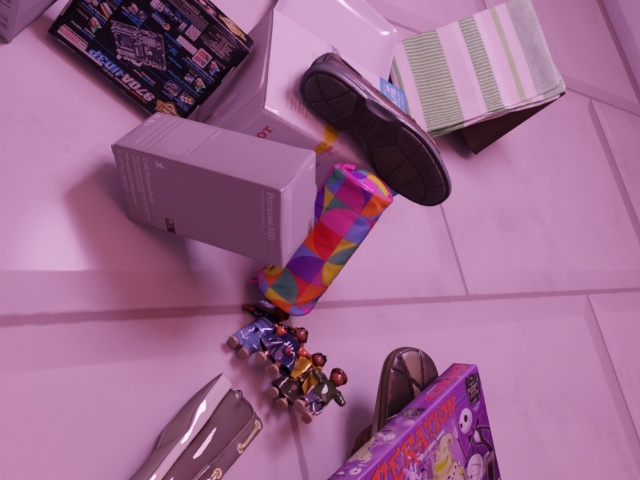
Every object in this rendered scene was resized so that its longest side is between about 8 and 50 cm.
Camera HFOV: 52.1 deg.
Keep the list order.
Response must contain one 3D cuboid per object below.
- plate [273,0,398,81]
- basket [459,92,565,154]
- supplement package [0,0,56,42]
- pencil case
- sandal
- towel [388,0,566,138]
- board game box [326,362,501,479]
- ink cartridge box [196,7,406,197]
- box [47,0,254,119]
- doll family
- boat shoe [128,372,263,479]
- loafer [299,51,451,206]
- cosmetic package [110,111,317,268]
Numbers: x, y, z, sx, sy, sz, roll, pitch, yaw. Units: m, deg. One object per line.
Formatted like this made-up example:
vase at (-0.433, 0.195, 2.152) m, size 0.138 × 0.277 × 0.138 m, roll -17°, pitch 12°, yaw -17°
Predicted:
plate at (0.027, -0.408, 1.301) m, size 0.278 × 0.045 × 0.277 m, roll 33°, pitch 50°, yaw -24°
basket at (0.409, -0.329, 1.454) m, size 0.204 × 0.227 × 0.154 m, roll 66°, pitch 24°, yaw -1°
supplement package at (-0.357, -0.384, 0.783) m, size 0.149 × 0.203 × 0.194 m, roll 43°, pitch 67°, yaw -18°
pencil case at (0.000, 0.000, 0.921) m, size 0.104 × 0.236 × 0.104 m, roll 33°, pitch 18°, yaw -12°
sandal at (0.100, 0.306, 0.955) m, size 0.120 × 0.086 × 0.302 m, roll 26°, pitch 69°, yaw -23°
towel at (0.312, -0.358, 1.371) m, size 0.038 × 0.325 × 0.247 m, roll 42°, pitch 33°, yaw -70°
board game box at (0.135, 0.330, 0.872) m, size 0.347 × 0.056 × 0.208 m, roll -26°, pitch 102°, yaw -47°
ink cartridge box at (-0.029, -0.170, 1.016) m, size 0.270 × 0.198 × 0.197 m, roll 24°, pitch 55°, yaw -33°
box at (-0.230, -0.281, 0.903) m, size 0.220 × 0.175 × 0.051 m, roll 39°, pitch 26°, yaw -21°
doll family at (-0.041, 0.163, 0.922) m, size 0.111 × 0.076 × 0.193 m, roll -37°, pitch 93°, yaw -42°
boat shoe at (-0.163, 0.278, 0.721) m, size 0.091 × 0.109 × 0.305 m, roll 46°, pitch 41°, yaw -8°
loafer at (0.090, -0.161, 0.914) m, size 0.267 × 0.096 × 0.084 m, roll 41°, pitch 42°, yaw -18°
cosmetic package at (-0.130, -0.068, 0.833) m, size 0.107 × 0.238 × 0.127 m, roll -51°, pitch 150°, yaw -44°
